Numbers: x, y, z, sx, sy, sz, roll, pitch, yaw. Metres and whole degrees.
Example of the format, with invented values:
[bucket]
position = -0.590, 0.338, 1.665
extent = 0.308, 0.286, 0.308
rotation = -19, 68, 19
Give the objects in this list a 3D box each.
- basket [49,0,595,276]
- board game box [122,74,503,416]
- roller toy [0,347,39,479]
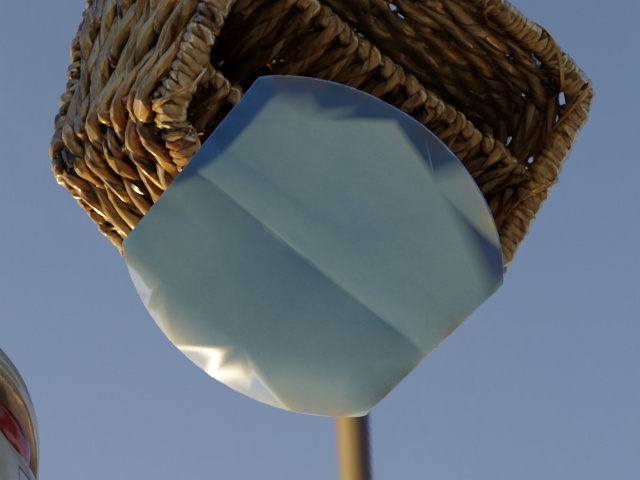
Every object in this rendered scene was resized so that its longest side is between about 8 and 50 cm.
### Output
[basket]
position = 0.006, -0.062, 1.166
extent = 0.223, 0.213, 0.299
rotation = -24, -47, 37
[board game box]
position = 0.000, 0.000, 0.781
extent = 0.133, 0.033, 0.169
rotation = 37, -55, -7
[roller toy]
position = -0.203, 0.123, 0.727
extent = 0.191, 0.146, 0.209
rotation = 20, -56, -28
